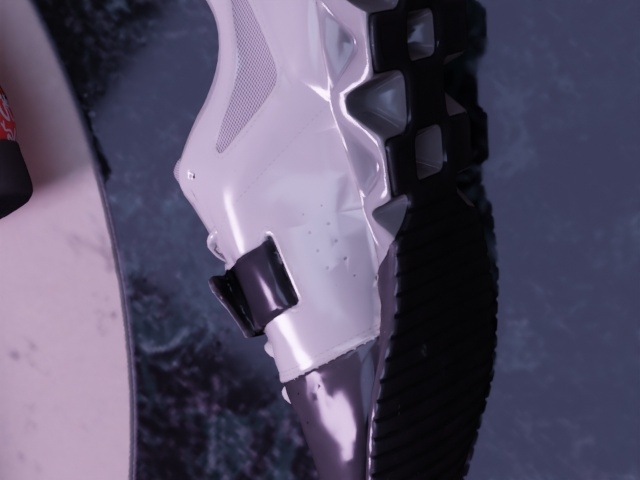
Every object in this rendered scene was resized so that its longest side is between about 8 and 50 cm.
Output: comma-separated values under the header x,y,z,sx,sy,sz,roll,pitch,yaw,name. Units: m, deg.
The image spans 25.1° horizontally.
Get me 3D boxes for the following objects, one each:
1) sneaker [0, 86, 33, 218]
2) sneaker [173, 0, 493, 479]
x,y,z,sx,sy,sz,roll,pitch,yaw,name
-0.293,-0.047,0.801,0.270,0.090,0.145,-21,82,18,sneaker
0.000,0.000,0.728,0.146,0.122,0.331,1,97,32,sneaker
